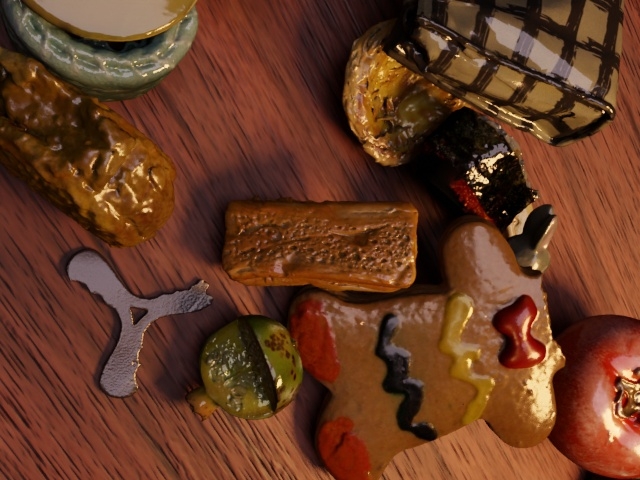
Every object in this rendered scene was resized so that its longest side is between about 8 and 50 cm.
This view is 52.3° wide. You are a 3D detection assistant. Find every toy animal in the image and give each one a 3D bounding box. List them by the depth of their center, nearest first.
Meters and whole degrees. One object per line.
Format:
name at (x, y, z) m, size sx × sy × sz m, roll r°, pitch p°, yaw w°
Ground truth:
toy animal at (0.306, 0.057, 1.039) m, size 0.108 × 0.138 × 0.236 m, roll 33°, pitch 123°, yaw -29°

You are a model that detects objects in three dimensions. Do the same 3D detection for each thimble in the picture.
thimble at (-0.278, -0.281, 0.800) m, size 0.235 × 0.143 × 0.199 m, roll 19°, pitch 82°, yaw -25°

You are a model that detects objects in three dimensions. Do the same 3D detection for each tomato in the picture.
tomato at (0.495, 0.267, 1.121) m, size 0.270 × 0.227 × 0.270 m, roll 2°, pitch 79°, yaw -9°

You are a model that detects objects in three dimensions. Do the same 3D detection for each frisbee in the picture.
frisbee at (-0.238, 0.102, 0.903) m, size 0.187 × 0.012 × 0.211 m, roll -12°, pitch 96°, yaw -24°

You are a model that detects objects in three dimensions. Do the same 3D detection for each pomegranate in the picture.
pomegranate at (-0.100, 0.184, 0.913) m, size 0.169 × 0.122 × 0.143 m, roll -45°, pitch 78°, yaw 19°

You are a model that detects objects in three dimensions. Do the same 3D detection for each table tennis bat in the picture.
table tennis bat at (-0.178, -0.339, 0.745) m, size 0.368 × 0.054 × 0.224 m, roll -6°, pitch 93°, yaw -23°

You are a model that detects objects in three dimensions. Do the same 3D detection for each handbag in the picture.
handbag at (0.276, -0.341, 0.944) m, size 0.327 × 0.162 × 0.325 m, roll 20°, pitch 68°, yaw -18°

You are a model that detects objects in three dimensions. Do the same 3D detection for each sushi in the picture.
sushi at (0.243, -0.101, 1.014) m, size 0.126 × 0.136 × 0.225 m, roll -50°, pitch 139°, yaw 3°

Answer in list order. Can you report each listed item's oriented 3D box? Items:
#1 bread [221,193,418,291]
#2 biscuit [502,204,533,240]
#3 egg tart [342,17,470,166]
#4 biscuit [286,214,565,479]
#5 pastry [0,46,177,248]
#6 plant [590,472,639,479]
bread at (-0.001, 0.000, 0.909) m, size 0.270 × 0.077 × 0.139 m, roll 1°, pitch 77°, yaw 7°
biscuit at (0.343, -0.015, 1.139) m, size 0.056 × 0.052 × 0.188 m, roll -13°, pitch 95°, yaw -13°
egg tart at (0.127, -0.238, 1.014) m, size 0.232 × 0.098 × 0.252 m, roll 42°, pitch 79°, yaw -27°
biscuit at (0.157, 0.168, 0.965) m, size 0.393 × 0.076 × 0.368 m, roll -14°, pitch 99°, yaw 3°
pastry at (-0.280, -0.089, 0.757) m, size 0.240 × 0.235 × 0.132 m, roll 33°, pitch 83°, yaw -12°
plant at (0.583, 0.471, 1.223) m, size 0.131 × 0.142 × 0.203 m, roll 29°, pitch 89°, yaw -13°
